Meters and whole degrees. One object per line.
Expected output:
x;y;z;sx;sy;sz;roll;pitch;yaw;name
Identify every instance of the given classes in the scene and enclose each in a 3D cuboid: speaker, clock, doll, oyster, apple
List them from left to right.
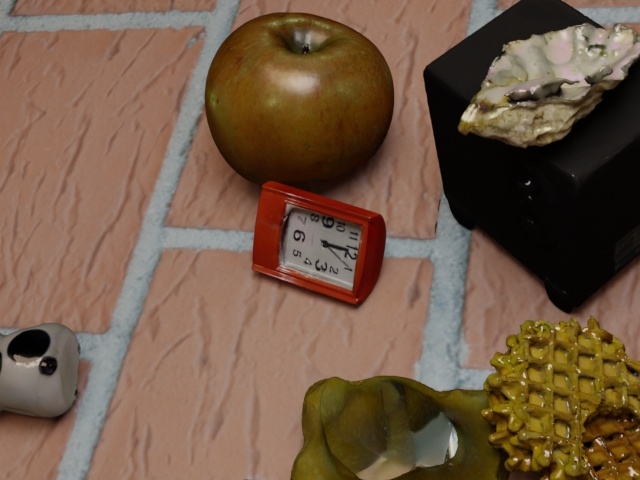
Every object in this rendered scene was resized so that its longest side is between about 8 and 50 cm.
-0.370;0.154;1.179;0.180;0.107;0.110;-6;75;18;doll
-0.029;-0.169;1.256;0.237;0.207;0.237;2;41;-2;apple
0.000;0.000;1.200;0.155;0.113;0.061;19;22;25;clock
0.254;-0.093;1.097;0.184;0.254;0.232;-36;55;-12;speaker
0.230;-0.148;0.949;0.133;0.072;0.209;12;38;28;oyster

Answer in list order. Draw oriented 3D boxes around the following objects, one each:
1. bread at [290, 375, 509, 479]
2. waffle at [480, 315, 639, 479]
0.084;0.212;1.032;0.233;0.088;0.161;0;53;13;bread
0.258;0.166;0.994;0.197;0.070;0.193;35;53;13;waffle
